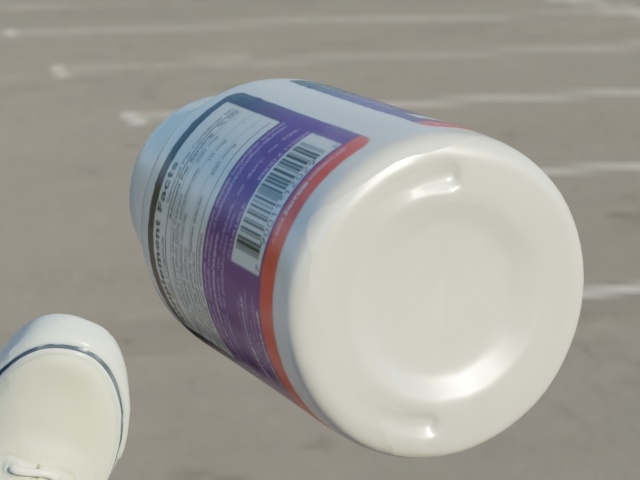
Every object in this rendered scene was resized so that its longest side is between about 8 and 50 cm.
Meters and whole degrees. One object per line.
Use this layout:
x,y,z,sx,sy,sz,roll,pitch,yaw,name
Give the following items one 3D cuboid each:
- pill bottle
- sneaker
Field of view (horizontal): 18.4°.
0.000,0.000,0.703,0.108,0.108,0.193,-6,14,-23,pill bottle
-0.174,0.161,1.163,0.094,0.258,0.091,15,33,-11,sneaker
